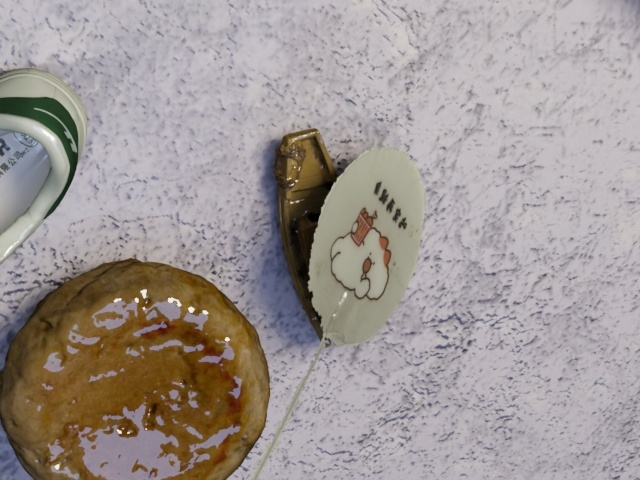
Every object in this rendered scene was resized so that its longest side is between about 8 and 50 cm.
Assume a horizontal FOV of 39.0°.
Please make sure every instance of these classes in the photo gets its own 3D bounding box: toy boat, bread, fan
[{"bbox_3d":[0.000,0.000,0.822,0.065,0.072,0.206,-15,111,-11],"label":"toy boat"},{"bbox_3d":[-0.159,0.119,0.784,0.230,0.123,0.229,-3,107,-11],"label":"bread"},{"bbox_3d":[0.013,0.063,0.796,0.329,0.009,0.190,-63,145,-17],"label":"fan"}]

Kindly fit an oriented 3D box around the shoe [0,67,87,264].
[{"bbox_3d":[-0.321,0.014,0.675,0.363,0.160,0.131,-40,113,-2],"label":"shoe"}]
